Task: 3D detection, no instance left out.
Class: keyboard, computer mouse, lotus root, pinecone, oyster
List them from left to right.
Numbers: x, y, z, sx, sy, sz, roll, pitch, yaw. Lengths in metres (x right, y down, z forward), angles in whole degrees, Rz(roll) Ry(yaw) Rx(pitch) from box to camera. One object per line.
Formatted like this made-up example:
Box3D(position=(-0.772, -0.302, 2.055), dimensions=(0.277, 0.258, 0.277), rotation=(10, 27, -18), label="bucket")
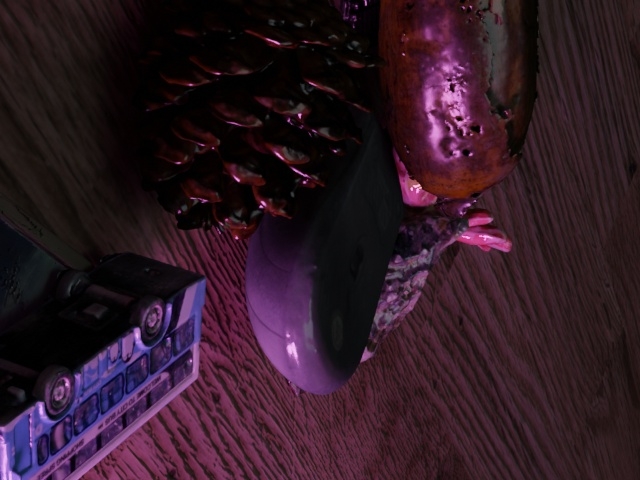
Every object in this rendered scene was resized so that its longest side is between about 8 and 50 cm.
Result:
Box3D(position=(-0.064, -0.129, 1.539), dimensions=(0.224, 0.224, 0.272), rotation=(4, 111, -62), label="pinecone")
Box3D(position=(0.000, 0.000, 1.811), dimensions=(0.188, 0.122, 0.371), rotation=(71, 32, -42), label="computer mouse")
Box3D(position=(0.057, 0.076, 1.991), dimensions=(0.252, 0.087, 0.199), rotation=(-15, 118, -38), label="oyster")
Box3D(position=(0.087, -0.268, 1.957), dimensions=(0.231, 0.023, 0.072), rotation=(-30, 130, -54), label="keyboard")
Box3D(position=(0.148, -0.218, 1.853), dimensions=(0.196, 0.179, 0.397), rotation=(-37, 128, -57), label="lotus root")

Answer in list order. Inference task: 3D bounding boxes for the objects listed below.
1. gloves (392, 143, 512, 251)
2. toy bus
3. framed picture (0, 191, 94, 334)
Box3D(position=(0.158, -0.072, 2.078), dimensions=(0.145, 0.126, 0.241), rotation=(-86, 163, -47), label="gloves")
Box3D(position=(-0.214, 0.118, 1.442), dimensions=(0.297, 0.106, 0.131), rotation=(-40, 140, -51), label="toy bus")
Box3D(position=(-0.315, 0.122, 1.388), dimensions=(0.247, 0.022, 0.335), rotation=(48, 60, -58), label="framed picture")
